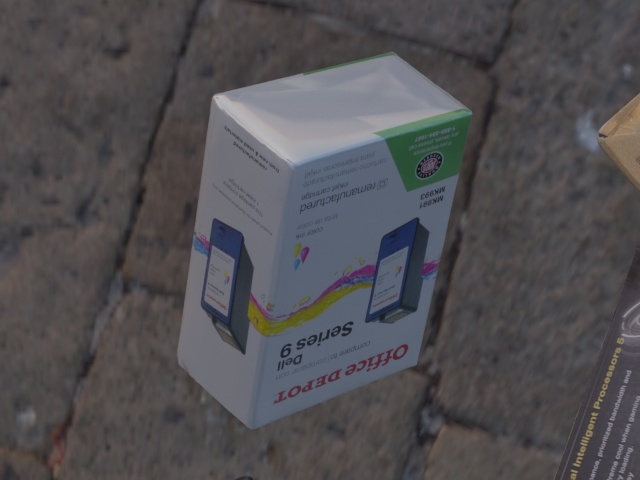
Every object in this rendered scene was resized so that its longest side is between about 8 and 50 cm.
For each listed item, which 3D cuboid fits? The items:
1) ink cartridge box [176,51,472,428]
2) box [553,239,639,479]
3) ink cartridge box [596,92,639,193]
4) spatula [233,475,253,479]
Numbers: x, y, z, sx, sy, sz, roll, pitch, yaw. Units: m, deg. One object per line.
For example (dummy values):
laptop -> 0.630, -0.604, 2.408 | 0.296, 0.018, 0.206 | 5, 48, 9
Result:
ink cartridge box -> 0.000, 0.000, 1.281 | 0.154, 0.212, 0.093 | -17, 44, -36
box -> 0.173, 0.147, 0.666 | 0.076, 0.242, 0.307 | 24, 83, -36
ink cartridge box -> 0.276, 0.025, 1.046 | 0.088, 0.193, 0.234 | -42, 48, 8
spatula -> -0.166, 0.272, 1.444 | 0.296, 0.084, 0.030 | -37, 103, -8
